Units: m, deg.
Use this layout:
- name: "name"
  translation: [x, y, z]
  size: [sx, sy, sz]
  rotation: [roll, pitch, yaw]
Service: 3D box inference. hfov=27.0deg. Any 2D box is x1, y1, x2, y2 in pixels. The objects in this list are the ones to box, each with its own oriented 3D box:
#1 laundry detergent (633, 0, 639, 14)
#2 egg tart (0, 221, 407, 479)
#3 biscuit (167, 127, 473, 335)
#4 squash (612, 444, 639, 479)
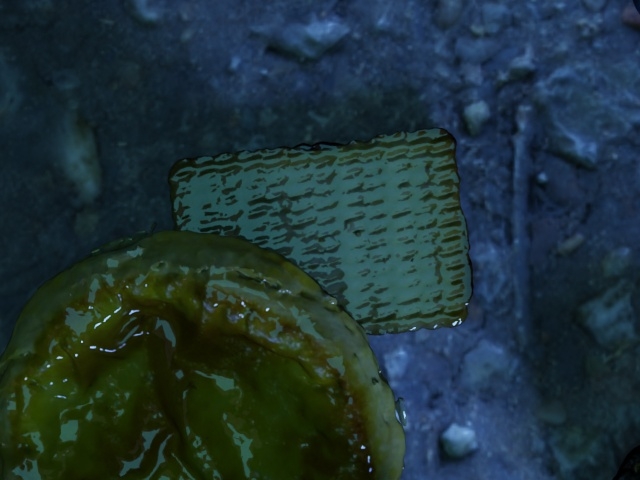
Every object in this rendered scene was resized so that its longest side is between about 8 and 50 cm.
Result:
- name: "laundry detergent"
  translation: [0.345, -0.319, 1.112]
  size: [0.143, 0.094, 0.290]
  rotation: [8, 86, -8]
- name: "egg tart"
  translation: [-0.096, 0.150, 1.075]
  size: [0.341, 0.132, 0.341]
  rotation: [0, 96, 3]
- name: "biscuit"
  translation: [0.000, 0.000, 1.146]
  size: [0.254, 0.029, 0.172]
  rotation: [-5, 85, 5]
- name: "squash"
  translation: [0.317, 0.228, 1.039]
  size: [0.193, 0.156, 0.193]
  rotation: [5, 70, -15]
